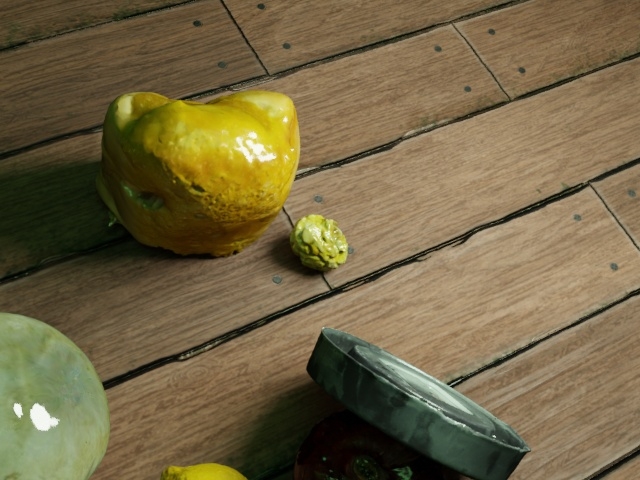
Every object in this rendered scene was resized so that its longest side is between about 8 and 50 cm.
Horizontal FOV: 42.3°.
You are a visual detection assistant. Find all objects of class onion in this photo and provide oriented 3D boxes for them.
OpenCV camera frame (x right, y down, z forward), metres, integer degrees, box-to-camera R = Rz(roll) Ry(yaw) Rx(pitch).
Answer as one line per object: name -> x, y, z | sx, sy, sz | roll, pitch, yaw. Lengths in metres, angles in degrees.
onion -> 0.079, 0.390, 1.345 | 0.252, 0.219, 0.252 | 0, 61, -1

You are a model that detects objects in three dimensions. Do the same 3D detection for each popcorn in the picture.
popcorn -> 0.000, 0.000, 1.617 | 0.120, 0.116, 0.106 | 22, 41, 2

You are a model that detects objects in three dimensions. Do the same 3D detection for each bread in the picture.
bread -> -0.218, -0.120, 1.501 | 0.360, 0.394, 0.250 | -3, 76, -16

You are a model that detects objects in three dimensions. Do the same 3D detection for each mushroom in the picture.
mushroom -> -0.487, 0.269, 1.256 | 0.352, 0.260, 0.352 | 39, 24, -22

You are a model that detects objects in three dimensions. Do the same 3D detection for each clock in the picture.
clock -> 0.153, 0.267, 1.355 | 0.386, 0.386, 0.076 | 29, 91, 6

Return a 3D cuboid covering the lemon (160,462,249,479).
lemon -> -0.165, 0.454, 1.277 | 0.188, 0.188, 0.257 | -30, 73, -25
